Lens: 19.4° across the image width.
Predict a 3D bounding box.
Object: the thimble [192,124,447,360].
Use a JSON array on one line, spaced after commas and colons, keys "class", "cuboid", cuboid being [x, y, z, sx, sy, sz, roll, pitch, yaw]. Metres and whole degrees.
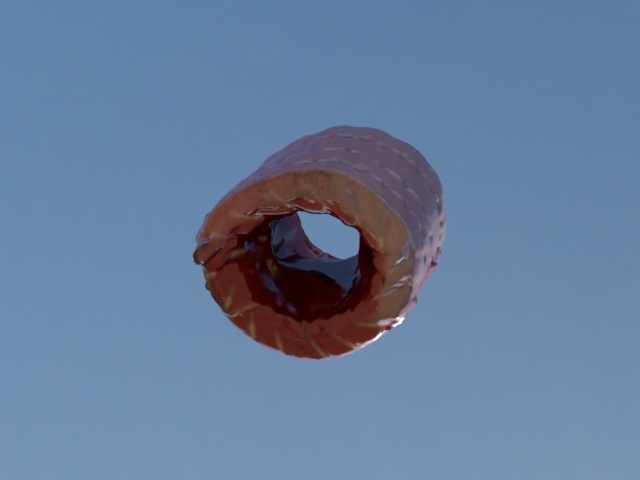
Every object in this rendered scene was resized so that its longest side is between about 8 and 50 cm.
[{"class": "thimble", "cuboid": [0.007, 0.002, 1.514, 0.190, 0.125, 0.163, -18, -72, 29]}]
